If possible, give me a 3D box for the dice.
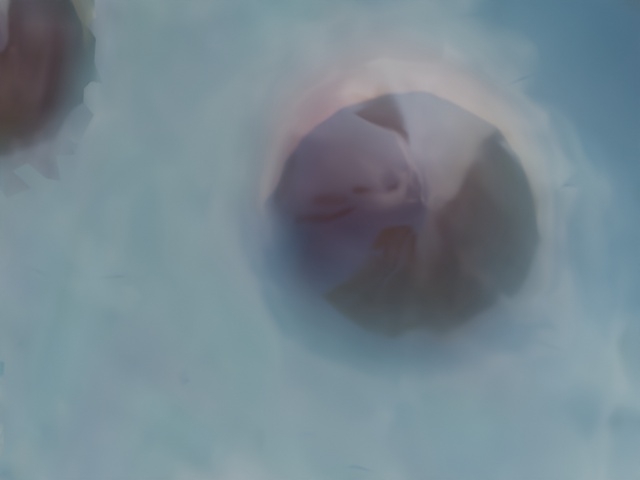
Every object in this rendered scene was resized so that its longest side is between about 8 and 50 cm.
[{"bbox_3d":[0.000,0.000,0.501,0.262,0.264,0.268,22,109,17],"label":"dice"}]
